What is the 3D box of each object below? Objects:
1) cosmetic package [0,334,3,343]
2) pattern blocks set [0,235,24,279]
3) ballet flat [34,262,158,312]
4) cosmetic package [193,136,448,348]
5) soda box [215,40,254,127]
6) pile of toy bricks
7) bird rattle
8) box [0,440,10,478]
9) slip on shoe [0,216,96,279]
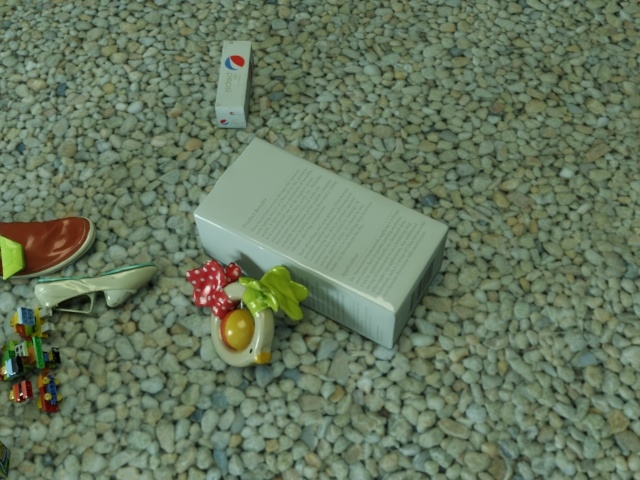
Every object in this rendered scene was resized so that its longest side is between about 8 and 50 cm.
[{"bbox_3d":[-0.678,0.281,1.605,0.060,0.099,0.239,33,56,-25],"label":"cosmetic package"},{"bbox_3d":[-0.734,0.045,1.707,0.285,0.026,0.325,-12,89,-6],"label":"pattern blocks set"},{"bbox_3d":[-0.446,0.103,1.739,0.248,0.086,0.086,-9,57,-2],"label":"ballet flat"},{"bbox_3d":[0.000,0.000,1.734,0.453,0.161,0.230,27,62,17],"label":"cosmetic package"},{"bbox_3d":[-0.200,-0.368,2.027,0.069,0.074,0.216,1,57,2],"label":"soda box"},{"bbox_3d":[-0.572,0.232,1.647,0.105,0.118,0.212,-26,65,23],"label":"pile of toy bricks"},{"bbox_3d":[-0.160,0.138,1.651,0.253,0.143,0.207,-1,83,35],"label":"bird rattle"},{"bbox_3d":[-0.598,0.367,1.509,0.059,0.169,0.054,-4,56,-2],"label":"box"},{"bbox_3d":[-0.630,0.011,1.781,0.331,0.101,0.123,-11,56,-7],"label":"slip on shoe"}]
